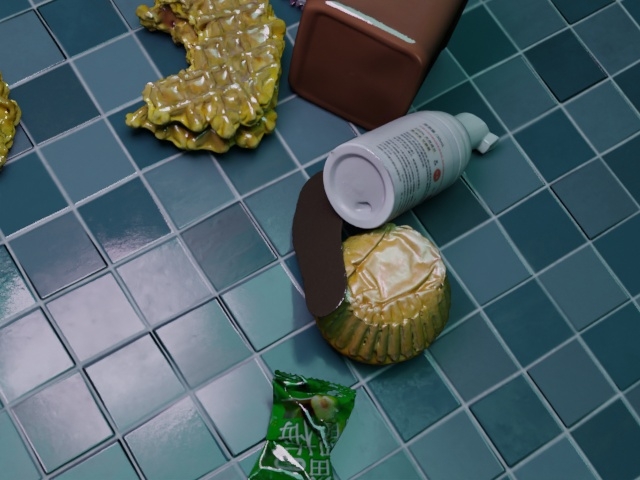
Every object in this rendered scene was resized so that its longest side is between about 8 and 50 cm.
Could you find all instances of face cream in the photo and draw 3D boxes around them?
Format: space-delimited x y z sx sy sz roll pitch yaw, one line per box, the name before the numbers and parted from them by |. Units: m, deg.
face cream | 0.170 -0.145 1.878 0.145 0.145 0.370 49 42 11

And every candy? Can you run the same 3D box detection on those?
candy | -0.025 0.314 1.722 0.141 0.078 0.203 13 78 8

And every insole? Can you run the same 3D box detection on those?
insole | 0.000 0.000 1.809 0.007 0.111 0.327 40 29 -35

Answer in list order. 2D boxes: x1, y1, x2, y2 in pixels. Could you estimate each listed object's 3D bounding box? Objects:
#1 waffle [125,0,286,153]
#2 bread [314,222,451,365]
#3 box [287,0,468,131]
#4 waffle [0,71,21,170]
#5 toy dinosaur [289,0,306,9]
waffle | -0.193 -0.310 1.908 0.261 0.151 0.324 6 70 -12
bread | 0.100 0.087 1.800 0.240 0.139 0.239 2 69 -5
box | 0.099 -0.366 1.881 0.240 0.339 0.229 26 69 1
waffle | -0.651 -0.199 1.829 0.302 0.068 0.324 -16 73 -15
toy dinosaur | -0.041 -0.476 2.049 0.082 0.039 0.208 -19 54 2
